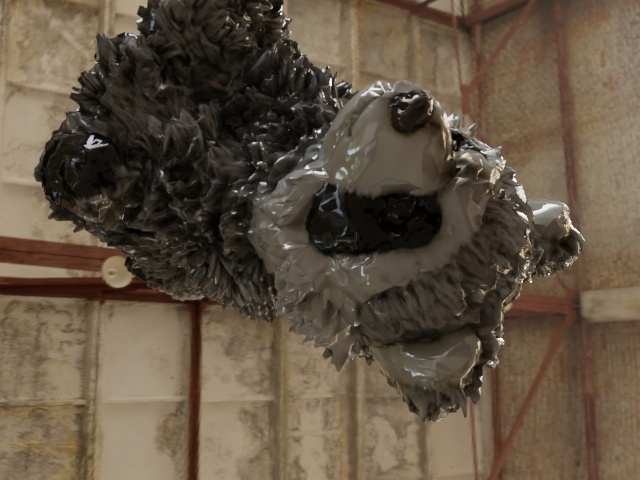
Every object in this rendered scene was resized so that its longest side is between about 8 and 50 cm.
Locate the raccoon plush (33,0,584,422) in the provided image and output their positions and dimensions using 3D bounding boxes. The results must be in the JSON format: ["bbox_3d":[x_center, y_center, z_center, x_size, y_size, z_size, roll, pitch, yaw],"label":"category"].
[{"bbox_3d":[0.000,0.000,0.565,0.299,0.446,0.216,35,-100,9],"label":"raccoon plush"}]
